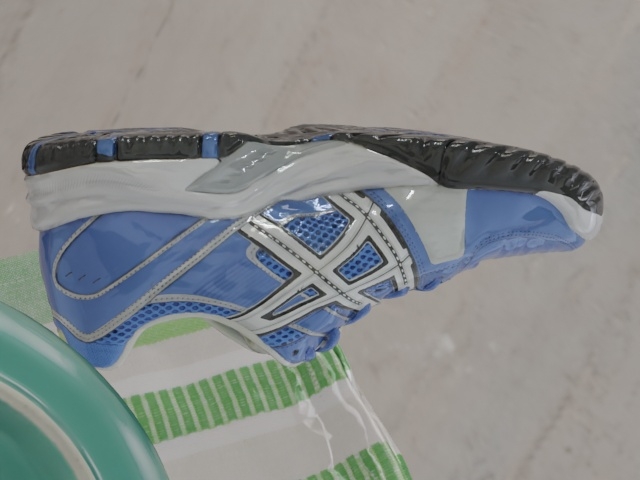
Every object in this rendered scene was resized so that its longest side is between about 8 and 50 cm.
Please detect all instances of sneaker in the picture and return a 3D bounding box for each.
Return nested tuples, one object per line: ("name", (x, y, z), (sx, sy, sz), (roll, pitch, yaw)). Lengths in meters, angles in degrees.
("sneaker", (0.000, 0.000, 0.633), (0.211, 0.080, 0.081), (-2, 95, -16))

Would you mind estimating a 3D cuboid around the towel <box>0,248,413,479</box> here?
("towel", (-0.084, 0.114, 0.967), (0.248, 0.325, 0.038), (-16, 141, -13))

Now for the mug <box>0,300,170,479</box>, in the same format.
("mug", (-0.096, 0.079, 0.325), (0.129, 0.097, 0.158), (43, 55, -7))
